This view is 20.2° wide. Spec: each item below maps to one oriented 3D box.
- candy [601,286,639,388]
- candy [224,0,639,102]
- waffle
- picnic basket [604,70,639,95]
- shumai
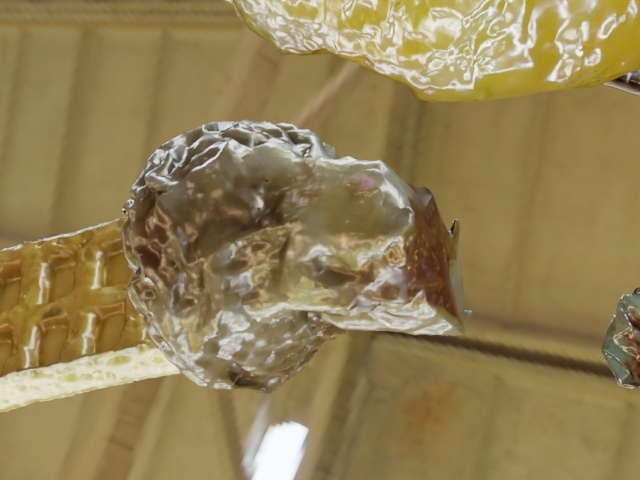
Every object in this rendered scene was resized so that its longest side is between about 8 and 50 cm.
[{"bbox_3d":[0.292,0.073,0.930,0.292,0.059,0.086,5,-123,11],"label":"candy"},{"bbox_3d":[0.060,-0.166,0.654,0.260,0.118,0.260,-3,-122,4],"label":"candy"},{"bbox_3d":[-0.201,0.058,1.628,0.274,0.057,0.168,-14,-133,18],"label":"waffle"},{"bbox_3d":[0.267,-0.217,1.313,0.129,0.297,0.222,112,-5,-79],"label":"picnic basket"},{"bbox_3d":[0.000,0.000,1.044,0.175,0.206,0.166,-13,-85,33],"label":"shumai"}]
